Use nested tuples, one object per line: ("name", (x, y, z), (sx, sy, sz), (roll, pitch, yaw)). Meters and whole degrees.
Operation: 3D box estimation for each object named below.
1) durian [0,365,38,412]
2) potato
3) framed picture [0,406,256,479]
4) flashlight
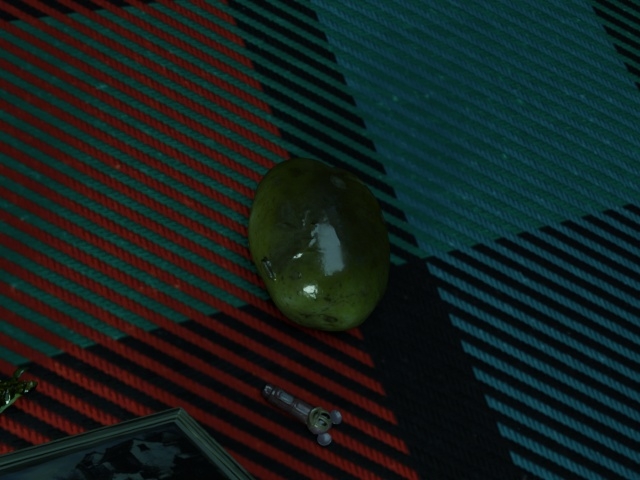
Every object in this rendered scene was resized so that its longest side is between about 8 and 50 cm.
("durian", (-0.473, 0.248, 1.026), (0.106, 0.132, 0.375), (50, 55, -3))
("potato", (-0.002, 0.001, 1.280), (0.197, 0.148, 0.228), (7, 64, 3))
("framed picture", (-0.206, 0.271, 1.031), (0.296, 0.019, 0.232), (-8, 32, -44))
("flashlight", (-0.026, 0.217, 1.227), (0.110, 0.031, 0.052), (31, 60, 0))
